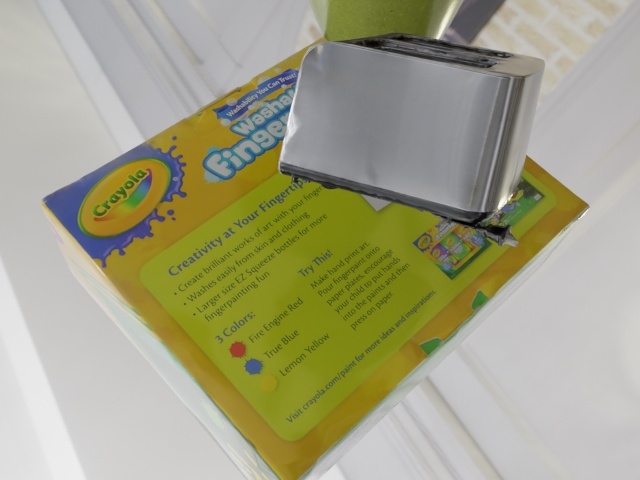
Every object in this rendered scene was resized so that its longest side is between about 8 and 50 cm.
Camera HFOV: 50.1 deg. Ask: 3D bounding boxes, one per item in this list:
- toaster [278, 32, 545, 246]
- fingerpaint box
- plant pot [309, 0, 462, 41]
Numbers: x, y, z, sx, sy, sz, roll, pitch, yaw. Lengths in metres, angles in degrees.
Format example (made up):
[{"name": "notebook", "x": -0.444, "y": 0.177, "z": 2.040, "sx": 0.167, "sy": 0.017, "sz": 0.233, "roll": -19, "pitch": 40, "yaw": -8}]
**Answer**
[{"name": "toaster", "x": 0.082, "y": -0.091, "z": 0.523, "sx": 0.186, "sy": 0.110, "sz": 0.168, "roll": 17, "pitch": -156, "yaw": 19}, {"name": "fingerpaint box", "x": 0.000, "y": 0.000, "z": 0.765, "sx": 0.445, "sy": 0.163, "sz": 0.371, "roll": -38, "pitch": -109, "yaw": -25}, {"name": "plant pot", "x": 0.066, "y": -0.338, "z": 0.652, "sx": 0.275, "sy": 0.293, "sz": 0.274, "roll": 0, "pitch": -134, "yaw": 0}]
